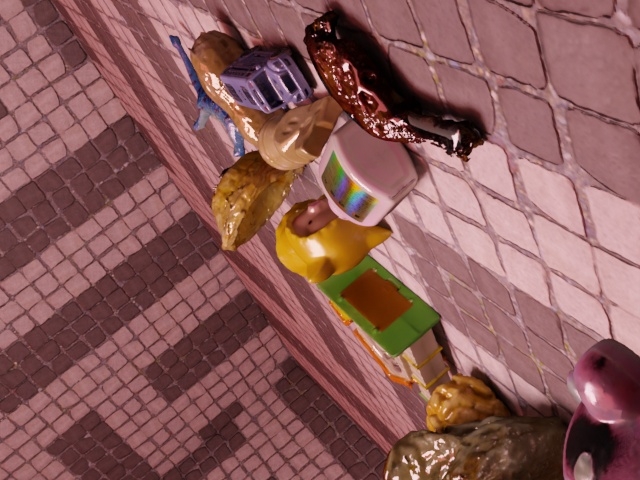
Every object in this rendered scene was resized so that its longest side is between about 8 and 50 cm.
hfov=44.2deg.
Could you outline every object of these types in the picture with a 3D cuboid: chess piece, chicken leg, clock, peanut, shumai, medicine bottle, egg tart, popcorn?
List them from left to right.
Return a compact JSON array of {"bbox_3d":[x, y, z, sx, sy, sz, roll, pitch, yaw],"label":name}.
[{"bbox_3d":[-0.121,-0.231,1.222,0.214,0.099,0.099,48,169,-13],"label":"peanut"},{"bbox_3d":[-0.114,-0.081,1.329,0.090,0.212,0.212,37,165,12],"label":"egg tart"},{"bbox_3d":[-0.023,-0.148,1.094,0.090,0.090,0.200,54,166,-10],"label":"chess piece"},{"bbox_3d":[0.053,-0.079,1.032,0.115,0.078,0.219,47,168,3],"label":"medicine bottle"},{"bbox_3d":[0.070,-0.152,0.836,0.253,0.051,0.106,42,160,28],"label":"chicken leg"},{"bbox_3d":[0.131,0.176,1.435,0.220,0.106,0.255,41,165,41],"label":"clock"},{"bbox_3d":[0.253,0.319,1.343,0.163,0.140,0.194,52,171,22],"label":"popcorn"},{"bbox_3d":[0.228,0.318,1.169,0.222,0.272,0.203,37,-166,-50],"label":"shumai"}]

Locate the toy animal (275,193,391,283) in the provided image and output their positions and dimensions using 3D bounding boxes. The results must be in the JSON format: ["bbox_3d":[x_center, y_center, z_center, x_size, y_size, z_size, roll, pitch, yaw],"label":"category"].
[{"bbox_3d":[0.004,-0.003,1.280,0.156,0.156,0.230,55,169,-15],"label":"toy animal"}]

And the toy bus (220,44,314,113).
[{"bbox_3d":[-0.077,-0.222,1.101,0.073,0.076,0.167,56,167,-26],"label":"toy bus"}]

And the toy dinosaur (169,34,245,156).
[{"bbox_3d":[-0.165,-0.230,1.406,0.329,0.076,0.144,45,152,23],"label":"toy dinosaur"}]

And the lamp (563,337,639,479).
[{"bbox_3d":[0.289,0.217,0.669,0.247,0.247,0.301,50,176,22],"label":"lamp"}]
